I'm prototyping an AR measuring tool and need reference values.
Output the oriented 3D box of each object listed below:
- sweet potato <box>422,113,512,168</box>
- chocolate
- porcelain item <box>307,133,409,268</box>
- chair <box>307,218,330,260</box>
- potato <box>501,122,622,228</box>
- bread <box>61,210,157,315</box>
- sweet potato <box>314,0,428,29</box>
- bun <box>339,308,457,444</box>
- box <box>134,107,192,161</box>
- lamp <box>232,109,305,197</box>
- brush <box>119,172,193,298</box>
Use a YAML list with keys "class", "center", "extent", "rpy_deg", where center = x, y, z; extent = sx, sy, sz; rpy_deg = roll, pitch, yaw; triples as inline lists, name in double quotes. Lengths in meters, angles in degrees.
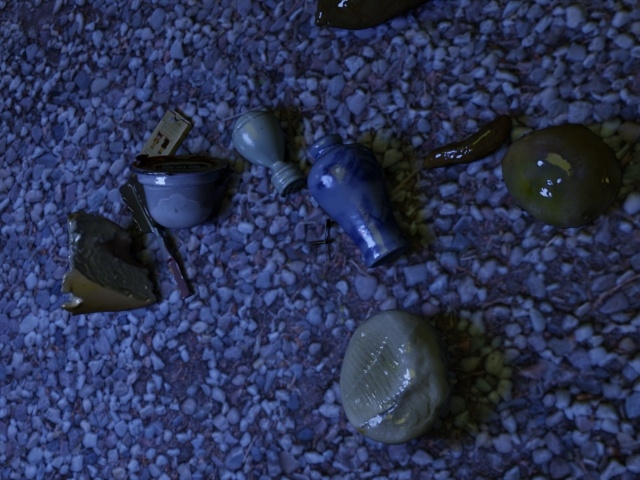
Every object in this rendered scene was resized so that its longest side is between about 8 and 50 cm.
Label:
- class: "sweet potato"
  center: [0.270, -0.168, 1.316]
  extent: [0.182, 0.053, 0.054]
  rpy_deg: [-25, 110, 21]
- class: "chocolate"
  center: [-0.297, -0.100, 1.501]
  extent: [0.221, 0.221, 0.147]
  rpy_deg: [16, 112, 25]
- class: "porcelain item"
  center: [0.067, -0.078, 1.349]
  extent: [0.141, 0.141, 0.259]
  rpy_deg: [-31, 79, 16]
- class: "chair"
  center: [-0.002, -0.001, 1.411]
  extent: [0.042, 0.037, 0.086]
  rpy_deg: [1, 84, 13]
- class: "potato"
  center: [0.401, -0.124, 1.217]
  extent: [0.182, 0.117, 0.202]
  rpy_deg: [-46, 67, 13]
- class: "bread"
  center: [-0.506, 0.065, 1.531]
  extent: [0.211, 0.224, 0.184]
  rpy_deg: [-21, 67, 27]
- class: "sweet potato"
  center: [0.183, -0.502, 1.384]
  extent: [0.422, 0.130, 0.131]
  rpy_deg: [-11, 76, 13]
- class: "bun"
  center: [0.139, 0.241, 1.252]
  extent: [0.229, 0.145, 0.229]
  rpy_deg: [-34, 47, 46]
- class: "box"
  center: [-0.353, -0.219, 1.617]
  extent: [0.073, 0.020, 0.149]
  rpy_deg: [39, 97, 26]
- class: "lamp"
  center: [-0.104, -0.181, 1.461]
  extent: [0.106, 0.106, 0.193]
  rpy_deg: [-39, 78, 13]
- class: "brush"
  center: [-0.346, -0.010, 1.558]
  extent: [0.084, 0.071, 0.301]
  rpy_deg: [-37, 76, 31]
